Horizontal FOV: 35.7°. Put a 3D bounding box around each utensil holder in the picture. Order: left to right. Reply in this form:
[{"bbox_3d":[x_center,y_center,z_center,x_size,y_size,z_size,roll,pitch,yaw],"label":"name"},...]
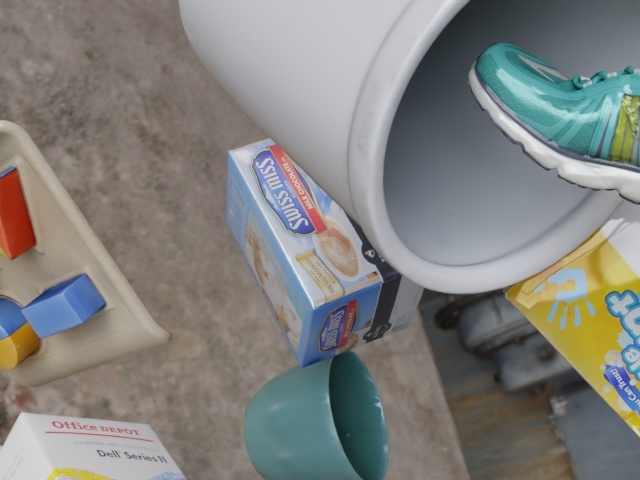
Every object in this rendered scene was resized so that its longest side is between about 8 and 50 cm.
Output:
[{"bbox_3d":[0.082,-0.190,0.927,0.328,0.327,0.385,24,17,-44],"label":"utensil holder"}]

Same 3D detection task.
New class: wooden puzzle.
[{"bbox_3d":[-0.400,0.047,1.278,0.348,0.322,0.080,55,40,-17],"label":"wooden puzzle"}]

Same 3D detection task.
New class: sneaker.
[{"bbox_3d":[0.247,-0.095,0.754,0.275,0.110,0.107,25,40,11],"label":"sneaker"}]

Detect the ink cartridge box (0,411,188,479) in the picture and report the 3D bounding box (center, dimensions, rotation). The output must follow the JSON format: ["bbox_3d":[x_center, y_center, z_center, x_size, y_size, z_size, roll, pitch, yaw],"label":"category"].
[{"bbox_3d":[-0.266,0.323,1.210,0.207,0.119,0.353,17,18,-46],"label":"ink cartridge box"}]

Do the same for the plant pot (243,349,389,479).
[{"bbox_3d":[-0.020,0.398,2.107,0.293,0.235,0.293,50,29,-43],"label":"plant pot"}]

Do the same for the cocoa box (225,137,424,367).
[{"bbox_3d":[0.000,0.000,1.743,0.228,0.231,0.347,-20,62,-19],"label":"cocoa box"}]

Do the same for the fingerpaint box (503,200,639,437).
[{"bbox_3d":[0.477,0.086,1.046,0.445,0.371,0.163,46,10,3],"label":"fingerpaint box"}]
